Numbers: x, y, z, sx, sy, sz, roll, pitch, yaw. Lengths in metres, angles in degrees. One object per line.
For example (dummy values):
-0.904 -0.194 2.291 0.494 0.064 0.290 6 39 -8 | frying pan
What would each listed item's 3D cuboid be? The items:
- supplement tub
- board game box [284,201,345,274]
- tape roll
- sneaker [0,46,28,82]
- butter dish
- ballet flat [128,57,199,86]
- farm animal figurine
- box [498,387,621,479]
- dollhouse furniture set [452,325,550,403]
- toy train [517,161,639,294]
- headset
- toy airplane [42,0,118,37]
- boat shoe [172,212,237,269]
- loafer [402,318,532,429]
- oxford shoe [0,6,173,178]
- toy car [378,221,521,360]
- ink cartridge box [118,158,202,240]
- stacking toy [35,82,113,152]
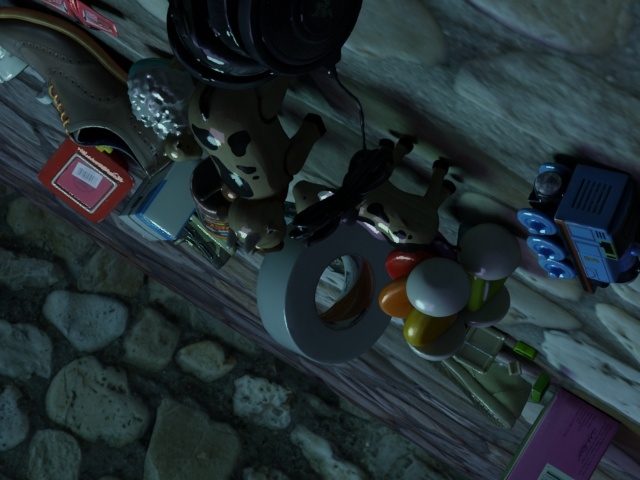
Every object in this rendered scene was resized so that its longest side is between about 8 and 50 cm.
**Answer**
-0.151 -0.063 1.838 0.106 0.106 0.198 32 167 9 | supplement tub
0.000 0.000 1.874 0.186 0.026 0.126 42 164 -31 | board game box
0.015 0.067 1.654 0.072 0.219 0.219 20 161 49 | tape roll
-0.594 -0.342 1.924 0.292 0.110 0.118 7 144 45 | sneaker
-0.452 -0.144 2.262 0.160 0.118 0.160 39 126 -14 | butter dish
-0.157 -0.182 1.509 0.231 0.077 0.077 23 180 33 | ballet flat
-0.045 -0.074 1.296 0.330 0.172 0.326 -2 136 44 | farm animal figurine
0.388 0.388 1.927 0.117 0.213 0.243 31 166 11 | box
0.287 0.192 1.770 0.152 0.076 0.058 29 165 17 | dollhouse furniture set
0.262 -0.008 1.114 0.105 0.080 0.184 18 161 31 | toy train
-0.070 -0.190 1.011 0.394 0.185 0.243 50 162 -18 | headset
-0.330 -0.323 1.494 0.151 0.028 0.151 30 166 8 | toy airplane
-0.281 -0.021 2.361 0.224 0.073 0.080 35 167 -6 | boat shoe
0.240 0.190 1.858 0.268 0.092 0.102 47 169 17 | loafer
-0.360 -0.225 1.686 0.364 0.132 0.130 31 167 11 | oxford shoe
0.151 0.045 1.382 0.136 0.182 0.159 45 157 29 | toy car
-0.270 -0.076 1.991 0.082 0.139 0.191 37 167 -18 | ink cartridge box
-0.382 -0.213 1.985 0.221 0.052 0.167 15 159 49 | stacking toy
